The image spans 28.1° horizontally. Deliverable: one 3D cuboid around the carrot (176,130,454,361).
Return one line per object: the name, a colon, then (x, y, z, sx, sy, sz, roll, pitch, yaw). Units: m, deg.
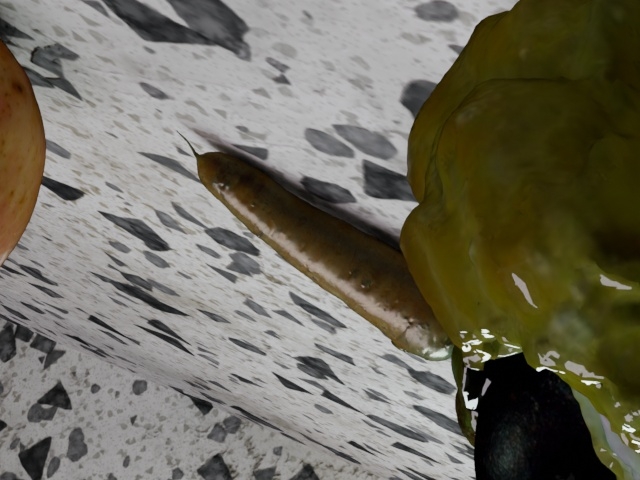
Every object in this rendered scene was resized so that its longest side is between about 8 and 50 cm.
carrot: (0.000, 0.000, 1.060, 0.298, 0.078, 0.078, 35, 164, -7)

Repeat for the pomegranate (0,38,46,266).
pomegranate: (-0.393, -0.059, 1.005, 0.338, 0.338, 0.338, 24, 165, 7)

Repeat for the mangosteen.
mangosteen: (0.204, 0.139, 0.932, 0.243, 0.243, 0.243, 24, 165, 7)

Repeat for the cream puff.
cream puff: (0.165, 0.004, 0.515, 0.185, 0.282, 0.282, -36, 128, 24)
